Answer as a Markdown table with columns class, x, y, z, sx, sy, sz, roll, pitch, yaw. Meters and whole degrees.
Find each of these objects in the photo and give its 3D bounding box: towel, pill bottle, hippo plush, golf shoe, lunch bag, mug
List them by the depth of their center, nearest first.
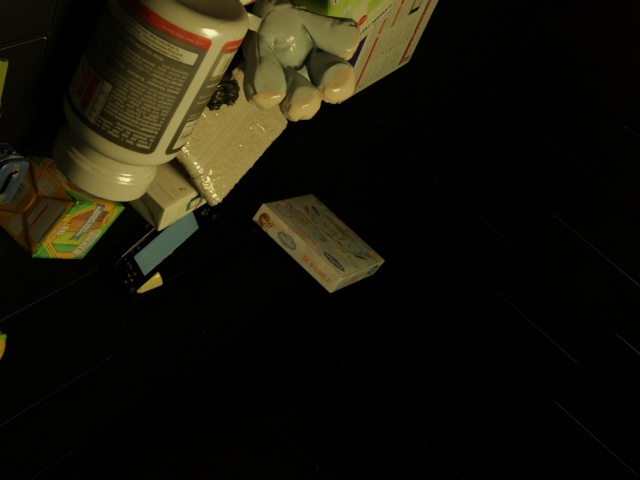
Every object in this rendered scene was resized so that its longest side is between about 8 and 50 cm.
| class | x | y | z | sx | sy | sz | roll | pitch | yaw |
| --- | --- | --- | --- | --- | --- | --- | --- | --- | --- |
| pill bottle | -0.282 | -0.250 | 1.504 | 0.363 | 0.210 | 0.210 | -55 | 164 | 29 |
| lunch bag | -0.512 | -0.107 | 1.508 | 0.098 | 0.065 | 0.067 | -54 | 165 | 25 |
| golf shoe | -0.254 | -0.288 | 1.784 | 0.198 | 0.094 | 0.077 | -12 | 164 | -24 |
| hippo plush | -0.087 | -0.346 | 1.799 | 0.234 | 0.294 | 0.236 | -64 | -165 | -6 |
| towel | -0.182 | -0.225 | 1.911 | 0.282 | 0.049 | 0.187 | -54 | 129 | -29 |
| mug | -0.431 | 0.091 | 2.307 | 0.064 | 0.062 | 0.078 | -31 | 134 | -24 |

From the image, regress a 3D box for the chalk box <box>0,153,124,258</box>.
| class | x | y | z | sx | sy | sz | roll | pitch | yaw |
| --- | --- | --- | --- | --- | --- | --- | --- | --- | --- |
| chalk box | -0.454 | -0.055 | 1.679 | 0.132 | 0.132 | 0.213 | -50 | 166 | 11 |

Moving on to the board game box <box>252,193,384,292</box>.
| class | x | y | z | sx | sy | sz | roll | pitch | yaw |
| --- | --- | --- | --- | --- | --- | --- | --- | --- | --- |
| board game box | 0.000 | 0.000 | 2.779 | 0.066 | 0.319 | 0.318 | -53 | 164 | 22 |

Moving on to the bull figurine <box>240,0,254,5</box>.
| class | x | y | z | sx | sy | sz | roll | pitch | yaw |
| --- | --- | --- | --- | --- | --- | --- | --- | --- | --- |
| bull figurine | -0.071 | -0.486 | 1.557 | 0.310 | 0.101 | 0.188 | -32 | -157 | 43 |

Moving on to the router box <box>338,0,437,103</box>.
| class | x | y | z | sx | sy | sz | roll | pitch | yaw |
| --- | --- | --- | --- | --- | --- | --- | --- | --- | --- |
| router box | 0.158 | -0.528 | 2.306 | 0.301 | 0.082 | 0.335 | -36 | 162 | -38 |

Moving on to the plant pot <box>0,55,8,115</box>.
| class | x | y | z | sx | sy | sz | roll | pitch | yaw |
| --- | --- | --- | --- | --- | --- | --- | --- | --- | --- |
| plant pot | -0.471 | -0.223 | 1.312 | 0.079 | 0.083 | 0.083 | -64 | 162 | 13 |

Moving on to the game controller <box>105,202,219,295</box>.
| class | x | y | z | sx | sy | sz | roll | pitch | yaw |
| --- | --- | --- | --- | --- | --- | --- | --- | --- | --- |
| game controller | -0.366 | -0.004 | 2.208 | 0.319 | 0.067 | 0.166 | -44 | 165 | -17 |

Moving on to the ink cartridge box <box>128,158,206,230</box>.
| class | x | y | z | sx | sy | sz | roll | pitch | yaw |
| --- | --- | --- | --- | --- | --- | --- | --- | --- | --- |
| ink cartridge box | -0.288 | -0.133 | 1.951 | 0.231 | 0.134 | 0.078 | -37 | 163 | -39 |

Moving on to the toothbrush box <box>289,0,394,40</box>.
| class | x | y | z | sx | sy | sz | roll | pitch | yaw |
| --- | --- | --- | --- | --- | --- | --- | --- | --- | --- |
| toothbrush box | 0.047 | -0.517 | 1.935 | 0.206 | 0.122 | 0.283 | -44 | 167 | -14 |

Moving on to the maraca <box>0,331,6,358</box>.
| class | x | y | z | sx | sy | sz | roll | pitch | yaw |
| --- | --- | --- | --- | --- | --- | --- | --- | --- | --- |
| maraca | -0.683 | 0.218 | 1.826 | 0.186 | 0.099 | 0.127 | -26 | 174 | 34 |
